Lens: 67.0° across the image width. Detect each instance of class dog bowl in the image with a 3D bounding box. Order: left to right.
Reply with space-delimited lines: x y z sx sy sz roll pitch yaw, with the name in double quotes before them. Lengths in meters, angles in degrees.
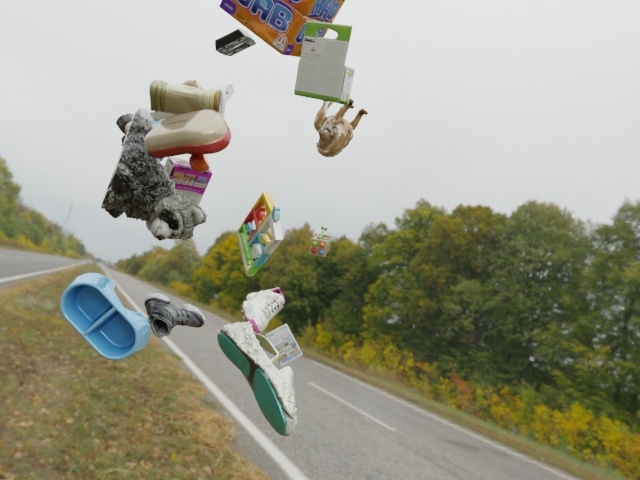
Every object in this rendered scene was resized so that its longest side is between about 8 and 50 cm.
"dog bowl" -0.652 0.235 1.452 0.297 0.166 0.074 50 0 -7

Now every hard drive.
"hard drive" -0.580 -0.617 2.157 0.352 0.047 0.233 -9 31 9
"hard drive" -0.417 -0.970 2.367 0.171 0.054 0.255 -21 11 11

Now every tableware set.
"tableware set" -0.552 -0.579 1.977 0.168 0.141 0.020 -20 1 -15

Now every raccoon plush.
"raccoon plush" -0.496 -0.208 1.552 0.298 0.447 0.216 20 -23 -25

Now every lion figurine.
"lion figurine" 0.048 -0.474 1.979 0.142 0.240 0.392 34 11 -21

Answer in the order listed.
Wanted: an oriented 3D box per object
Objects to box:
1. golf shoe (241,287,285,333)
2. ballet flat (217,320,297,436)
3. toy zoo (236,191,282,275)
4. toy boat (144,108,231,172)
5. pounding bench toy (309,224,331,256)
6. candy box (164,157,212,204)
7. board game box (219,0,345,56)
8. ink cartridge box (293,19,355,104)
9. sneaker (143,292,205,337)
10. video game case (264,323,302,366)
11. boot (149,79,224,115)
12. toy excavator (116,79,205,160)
"golf shoe" -0.199 0.237 1.724 0.140 0.115 0.306 -23 13 2
"ballet flat" -0.162 0.381 1.439 0.409 0.147 0.147 45 10 35
"toy zoo" -0.204 -0.030 1.651 0.030 0.193 0.293 3 -34 -34
"toy boat" -0.340 -0.251 1.292 0.230 0.151 0.151 -3 -50 26
"pounding bench toy" 0.000 0.000 1.469 0.052 0.084 0.065 10 19 11
"candy box" -0.523 -0.183 1.799 0.159 0.234 0.071 7 32 -43
"board game box" -0.146 -1.062 2.114 0.356 0.356 0.356 38 26 5
"ink cartridge box" 0.026 -0.632 1.728 0.188 0.256 0.097 17 16 22
"sneaker" -0.571 0.319 1.892 0.268 0.101 0.153 33 27 -34
"video game case" -0.127 0.361 1.669 0.087 0.122 0.011 -25 -13 -21
"boot" -0.390 -0.394 1.430 0.203 0.096 0.262 7 -2 -8
"toy excavator" -0.821 -0.622 2.560 0.222 0.445 0.433 51 -29 17
